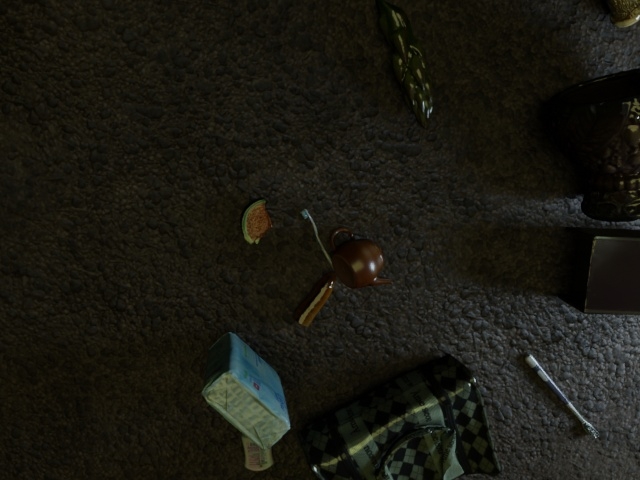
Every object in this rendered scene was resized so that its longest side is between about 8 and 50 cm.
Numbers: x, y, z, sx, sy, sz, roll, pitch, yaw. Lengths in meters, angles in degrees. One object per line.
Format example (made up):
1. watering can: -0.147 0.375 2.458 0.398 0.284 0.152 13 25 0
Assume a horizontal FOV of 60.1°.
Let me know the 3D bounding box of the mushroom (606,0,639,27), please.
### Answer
1. mushroom: 0.590 -0.619 1.156 0.123 0.095 0.351 -34 102 -22

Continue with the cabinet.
1. cabinet: 0.676 0.066 1.248 0.215 0.148 0.175 2 100 -1

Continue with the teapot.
1. teapot: 0.089 0.039 1.226 0.116 0.116 0.173 -38 73 3

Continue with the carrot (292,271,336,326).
1. carrot: -0.006 0.132 1.257 0.048 0.048 0.139 36 94 -9

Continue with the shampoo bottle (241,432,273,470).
1. shampoo bottle: -0.148 0.499 1.310 0.072 0.043 0.099 -5 101 -3

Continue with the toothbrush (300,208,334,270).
1. toothbrush: 0.000 0.000 1.252 0.017 0.014 0.162 -33 101 -13

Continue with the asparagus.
1. asparagus: 0.188 -0.379 1.172 0.080 0.080 0.287 -17 101 -1

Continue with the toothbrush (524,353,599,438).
1. toothbrush: 0.592 0.384 1.356 0.024 0.026 0.288 -41 99 5

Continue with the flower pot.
1. flower pot: 0.631 -0.195 1.157 0.266 0.266 0.267 -18 111 -1

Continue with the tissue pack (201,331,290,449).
1. tissue pack: -0.156 0.302 1.164 0.089 0.263 0.177 -44 101 0

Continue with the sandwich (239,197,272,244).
1. sandwich: -0.145 -0.040 1.229 0.069 0.026 0.101 -16 104 -6

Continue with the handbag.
1. handbag: 0.199 0.495 1.283 0.416 0.180 0.316 -27 109 -4
